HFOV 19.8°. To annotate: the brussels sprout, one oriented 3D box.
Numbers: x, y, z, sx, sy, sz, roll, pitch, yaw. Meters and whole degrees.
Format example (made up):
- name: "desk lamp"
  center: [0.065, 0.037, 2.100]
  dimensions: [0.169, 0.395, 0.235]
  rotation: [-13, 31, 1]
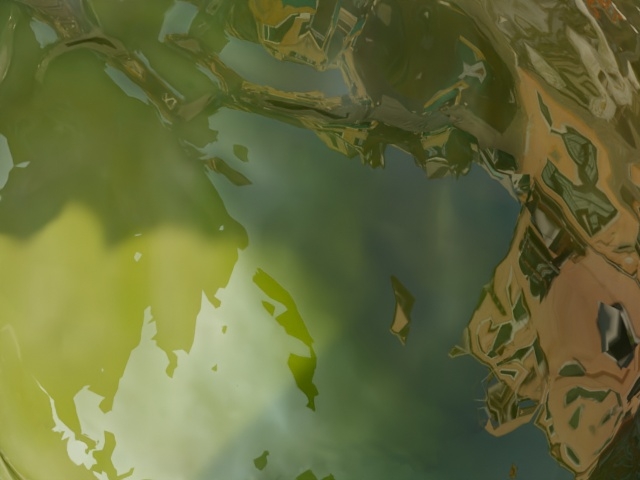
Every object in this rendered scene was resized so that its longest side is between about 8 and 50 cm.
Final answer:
- name: "brussels sprout"
  center: [0.000, 0.000, 0.663]
  dimensions: [0.344, 0.344, 0.268]
  rotation: [34, 137, -27]
